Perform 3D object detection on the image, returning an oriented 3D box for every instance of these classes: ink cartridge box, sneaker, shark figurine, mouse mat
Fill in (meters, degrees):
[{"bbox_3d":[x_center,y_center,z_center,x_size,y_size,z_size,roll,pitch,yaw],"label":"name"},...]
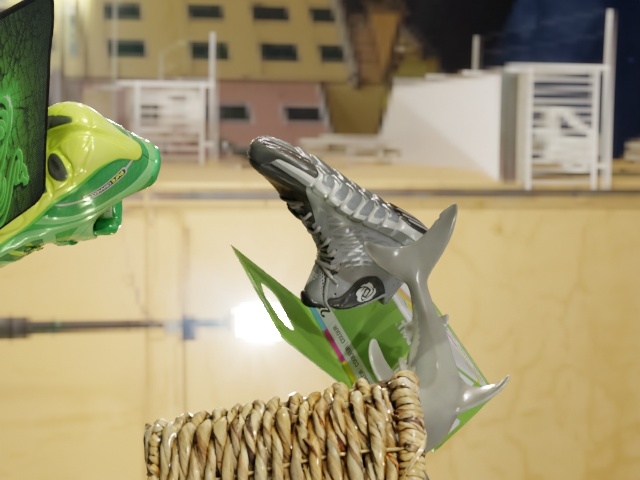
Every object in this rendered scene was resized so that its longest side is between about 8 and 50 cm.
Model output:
[{"bbox_3d":[0.044,0.085,1.565,0.097,0.255,0.189,-44,-144,9],"label":"ink cartridge box"},{"bbox_3d":[0.000,0.000,1.470,0.132,0.229,0.086,-56,-155,9],"label":"sneaker"},{"bbox_3d":[0.115,0.112,1.367,0.166,0.116,0.278,56,29,-34],"label":"shark figurine"},{"bbox_3d":[-0.238,-0.072,1.050,0.152,0.007,0.189,-45,154,-47],"label":"mouse mat"},{"bbox_3d":[-0.241,-0.025,1.304,0.295,0.124,0.109,-24,-124,50],"label":"sneaker"}]

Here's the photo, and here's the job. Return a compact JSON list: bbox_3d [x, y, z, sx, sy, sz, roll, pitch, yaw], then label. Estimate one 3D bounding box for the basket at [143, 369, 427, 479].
[{"bbox_3d":[0.010,0.275,1.093,0.213,0.223,0.299,46,35,-56],"label":"basket"}]
